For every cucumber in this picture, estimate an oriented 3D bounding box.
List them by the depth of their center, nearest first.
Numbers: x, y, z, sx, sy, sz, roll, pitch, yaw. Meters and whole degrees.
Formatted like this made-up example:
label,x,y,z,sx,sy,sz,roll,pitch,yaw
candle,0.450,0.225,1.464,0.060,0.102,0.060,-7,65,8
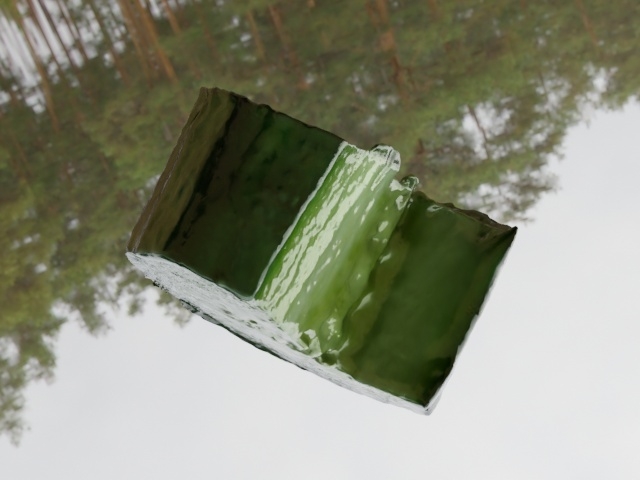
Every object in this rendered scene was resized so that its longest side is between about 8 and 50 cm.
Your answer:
label,x,y,z,sx,sy,sz,roll,pitch,yaw
cucumber,-0.008,-0.003,0.547,0.191,0.191,0.130,10,-107,55
